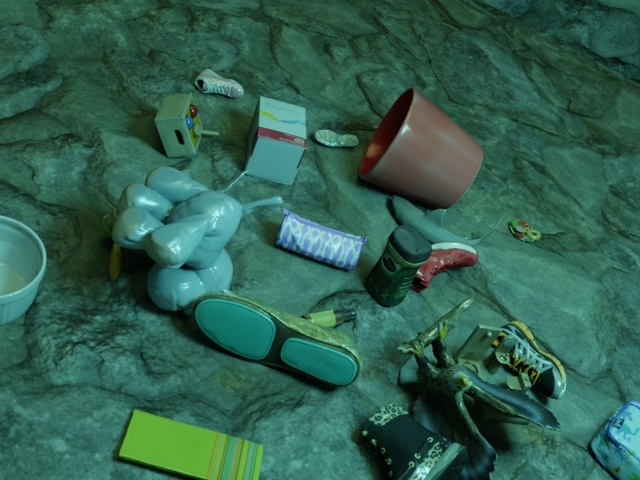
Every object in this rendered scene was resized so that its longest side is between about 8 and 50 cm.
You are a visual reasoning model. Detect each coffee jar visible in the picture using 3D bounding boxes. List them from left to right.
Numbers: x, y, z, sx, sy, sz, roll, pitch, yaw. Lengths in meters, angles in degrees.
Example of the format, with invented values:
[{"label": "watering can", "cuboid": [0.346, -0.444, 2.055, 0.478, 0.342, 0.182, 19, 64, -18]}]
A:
[{"label": "coffee jar", "cuboid": [0.173, 0.054, 1.693, 0.079, 0.184, 0.096, -15, 55, -37]}]

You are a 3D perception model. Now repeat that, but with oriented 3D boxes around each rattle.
[{"label": "rattle", "cuboid": [-0.338, -0.001, 1.573, 0.200, 0.130, 0.143, 6, 44, -39]}]

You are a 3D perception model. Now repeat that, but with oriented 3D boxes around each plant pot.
[{"label": "plant pot", "cuboid": [0.268, -0.220, 1.992, 0.243, 0.275, 0.275, 29, 40, -11]}]

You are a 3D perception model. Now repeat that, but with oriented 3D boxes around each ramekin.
[{"label": "ramekin", "cuboid": [-0.603, 0.060, 1.370, 0.207, 0.109, 0.207, 14, 42, -13]}]

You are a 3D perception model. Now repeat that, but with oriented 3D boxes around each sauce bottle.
[{"label": "sauce bottle", "cuboid": [0.018, 0.166, 1.612, 0.128, 0.042, 0.042, -7, 50, -34]}]

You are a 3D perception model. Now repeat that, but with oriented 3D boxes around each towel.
[{"label": "towel", "cuboid": [-0.217, 0.362, 1.309, 0.237, 0.021, 0.102, 17, 36, -7]}]

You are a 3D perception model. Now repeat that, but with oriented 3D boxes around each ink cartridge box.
[{"label": "ink cartridge box", "cuboid": [-0.112, -0.252, 1.922, 0.127, 0.128, 0.176, 12, 43, -14]}]

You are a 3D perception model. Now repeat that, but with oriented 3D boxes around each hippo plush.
[{"label": "hippo plush", "cuboid": [-0.262, 0.003, 1.506, 0.294, 0.236, 0.234, -28, 52, -30]}]

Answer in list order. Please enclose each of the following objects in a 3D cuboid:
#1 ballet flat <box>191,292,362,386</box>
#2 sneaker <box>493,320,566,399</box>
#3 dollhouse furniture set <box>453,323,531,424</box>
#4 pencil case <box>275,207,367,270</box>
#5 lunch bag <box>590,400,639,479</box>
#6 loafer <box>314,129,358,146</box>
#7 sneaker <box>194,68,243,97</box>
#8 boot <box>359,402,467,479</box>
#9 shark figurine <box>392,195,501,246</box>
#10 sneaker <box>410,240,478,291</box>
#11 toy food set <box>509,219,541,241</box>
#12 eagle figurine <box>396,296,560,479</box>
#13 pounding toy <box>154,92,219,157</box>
[{"label": "ballet flat", "cuboid": [-0.082, 0.185, 1.502, 0.348, 0.123, 0.123, 22, 41, -2]}, {"label": "sneaker", "cuboid": [0.453, 0.269, 1.687, 0.083, 0.084, 0.215, -6, 39, -30]}, {"label": "dollhouse furniture set", "cuboid": [0.382, 0.280, 1.602, 0.144, 0.123, 0.151, 11, 43, -16]}, {"label": "pencil case", "cuboid": [0.000, 0.000, 1.742, 0.206, 0.088, 0.086, 17, 39, -7]}, {"label": "lunch bag", "cuboid": [0.689, 0.450, 1.601, 0.176, 0.090, 0.219, -23, 60, -44]}, {"label": "loafer", "cuboid": [0.040, -0.272, 2.094, 0.125, 0.039, 0.045, 6, 77, -16]}, {"label": "sneaker", "cuboid": [-0.279, -0.413, 2.073, 0.134, 0.051, 0.070, 29, 42, 10]}, {"label": "boot", "cuboid": [0.126, 0.412, 1.377, 0.236, 0.085, 0.178, -38, 46, -22]}, {"label": "shark figurine", "cuboid": [0.312, -0.036, 1.915, 0.278, 0.116, 0.166, 19, 42, -4]}, {"label": "sneaker", "cuboid": [0.273, 0.071, 1.819, 0.221, 0.087, 0.128, 3, 52, -6]}, {"label": "toy food set", "cuboid": [0.554, -0.027, 2.089, 0.082, 0.020, 0.083, -8, 51, -32]}, {"label": "eagle figurine", "cuboid": [0.276, 0.299, 1.476, 0.298, 0.226, 0.225, 55, 24, 9]}, {"label": "pounding toy", "cuboid": [-0.320, -0.273, 1.853, 0.100, 0.141, 0.130, -5, 42, 9]}]
